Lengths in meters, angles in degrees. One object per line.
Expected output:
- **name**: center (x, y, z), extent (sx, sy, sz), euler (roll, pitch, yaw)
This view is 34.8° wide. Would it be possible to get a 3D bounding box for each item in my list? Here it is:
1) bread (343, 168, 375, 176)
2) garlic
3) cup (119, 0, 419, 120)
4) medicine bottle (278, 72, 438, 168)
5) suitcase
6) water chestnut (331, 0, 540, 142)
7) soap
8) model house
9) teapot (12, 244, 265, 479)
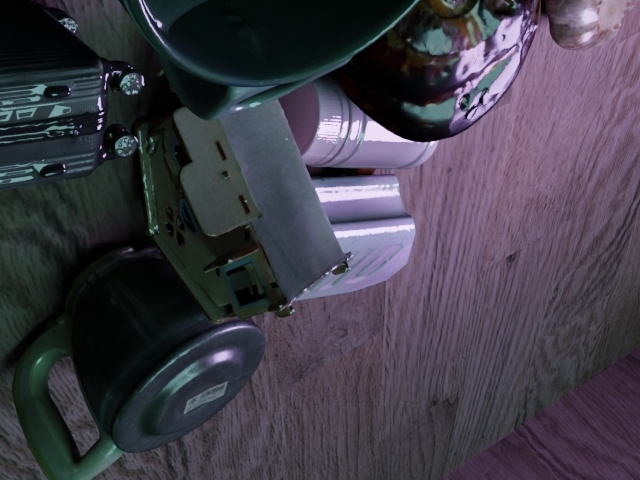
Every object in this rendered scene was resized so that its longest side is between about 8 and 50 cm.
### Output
- **bread**: center (0.063, -0.128, 1.544), extent (0.062, 0.043, 0.109), euler (4, 129, -52)
- **garlic**: center (0.407, -0.363, 1.567), extent (0.159, 0.102, 0.147), euler (-45, 137, -15)
- **cup**: center (-0.108, -0.307, 0.792), extent (0.310, 0.392, 0.401), euler (3, 128, -49)
- **medicine bottle**: center (0.042, -0.163, 1.391), extent (0.250, 0.133, 0.133), euler (-4, 134, -47)
- **suitcase**: center (-0.343, -0.136, 0.946), extent (0.312, 0.202, 0.128), euler (-14, 130, -36)
- **water chestnut**: center (0.123, -0.270, 1.247), extent (0.289, 0.244, 0.289), euler (-23, 142, -20)
- **soap**: center (0.000, 0.000, 1.529), extent (0.347, 0.115, 0.208), euler (-6, 153, -44)
- **model house**: center (-0.130, -0.056, 1.243), extent (0.169, 0.326, 0.244), euler (-24, -178, -29)
- **teapot**: center (-0.249, 0.157, 1.385), extent (0.239, 0.239, 0.321), euler (-6, 136, -52)
